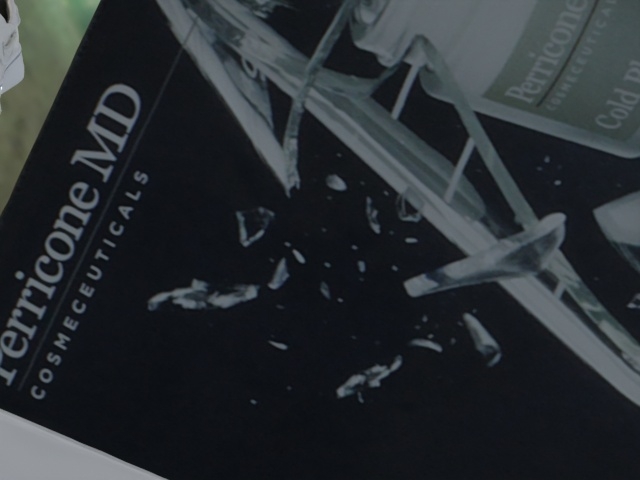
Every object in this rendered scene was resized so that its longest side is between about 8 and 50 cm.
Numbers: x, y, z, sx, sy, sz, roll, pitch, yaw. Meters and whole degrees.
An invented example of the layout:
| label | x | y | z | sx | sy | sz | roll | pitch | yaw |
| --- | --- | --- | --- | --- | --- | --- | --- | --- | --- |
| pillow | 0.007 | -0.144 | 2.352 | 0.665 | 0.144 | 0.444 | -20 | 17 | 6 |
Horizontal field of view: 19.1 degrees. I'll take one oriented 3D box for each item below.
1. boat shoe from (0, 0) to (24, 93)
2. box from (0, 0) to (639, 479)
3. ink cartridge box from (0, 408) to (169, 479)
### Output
| label | x | y | z | sx | sy | sz | roll | pitch | yaw |
| --- | --- | --- | --- | --- | --- | --- | --- | --- | --- |
| boat shoe | -0.286 | -0.152 | 1.509 | 0.267 | 0.096 | 0.088 | -67 | 160 | -74 |
| box | 0.138 | -0.040 | 0.979 | 0.472 | 0.480 | 0.297 | 28 | 11 | 8 |
| ink cartridge box | -0.190 | 0.126 | 0.674 | 0.273 | 0.115 | 0.198 | 22 | -34 | 5 |
